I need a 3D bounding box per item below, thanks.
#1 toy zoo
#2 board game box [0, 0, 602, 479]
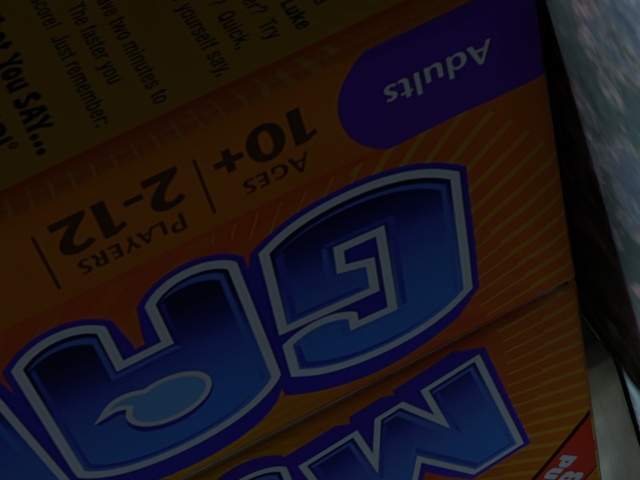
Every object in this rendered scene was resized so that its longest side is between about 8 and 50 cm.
[{"bbox_3d":[0.104,0.020,0.959,0.293,0.030,0.192,58,177,38],"label":"toy zoo"},{"bbox_3d":[-0.118,-0.021,0.756,0.356,0.356,0.356,58,171,41],"label":"board game box"}]
